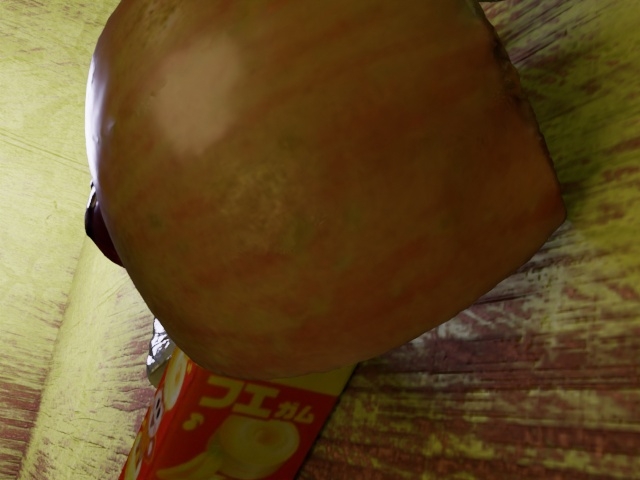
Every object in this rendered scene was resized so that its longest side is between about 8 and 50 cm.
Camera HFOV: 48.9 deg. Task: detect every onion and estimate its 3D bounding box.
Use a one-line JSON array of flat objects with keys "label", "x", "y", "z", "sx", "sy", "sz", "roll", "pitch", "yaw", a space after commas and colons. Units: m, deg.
[{"label": "onion", "x": -0.339, "y": -0.068, "z": 1.315, "sx": 0.246, "sy": 0.190, "sz": 0.246, "roll": -61, "pitch": 8, "yaw": 15}]

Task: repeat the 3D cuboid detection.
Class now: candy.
[{"label": "candy", "x": -0.091, "y": 0.184, "z": 0.663, "sx": 0.276, "sy": 0.146, "sz": 0.088, "roll": -65, "pitch": 24, "yaw": 19}]

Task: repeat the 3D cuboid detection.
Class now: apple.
[{"label": "apple", "x": -0.024, "y": -0.063, "z": 0.514, "sx": 0.313, "sy": 0.309, "sz": 0.252, "roll": 64, "pitch": -174, "yaw": 7}]

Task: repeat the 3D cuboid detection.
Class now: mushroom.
[{"label": "mushroom", "x": -0.217, "y": 0.130, "z": 1.051, "sx": 0.223, "sy": 0.081, "sz": 0.092, "roll": -106, "pitch": 22, "yaw": -55}]

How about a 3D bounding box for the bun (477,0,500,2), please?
[{"label": "bun", "x": 0.150, "y": -0.233, "z": 0.505, "sx": 0.138, "sy": 0.094, "sz": 0.138, "roll": -59, "pitch": -13, "yaw": -22}]
